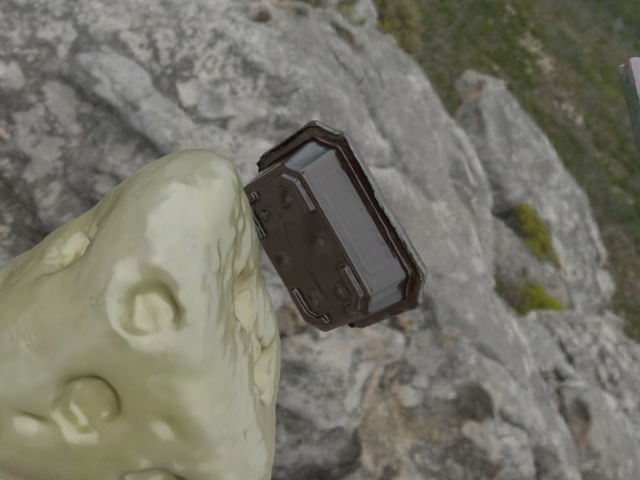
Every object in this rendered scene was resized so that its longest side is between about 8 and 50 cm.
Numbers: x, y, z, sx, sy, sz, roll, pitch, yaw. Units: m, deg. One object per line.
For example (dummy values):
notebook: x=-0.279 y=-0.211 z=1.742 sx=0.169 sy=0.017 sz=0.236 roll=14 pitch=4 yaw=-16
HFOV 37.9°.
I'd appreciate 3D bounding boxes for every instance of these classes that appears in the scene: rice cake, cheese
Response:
rice cake: x=0.383 y=-0.110 z=1.059 sx=0.036 sy=0.047 sz=0.206 roll=146 pitch=-68 yaw=-81
cheese: x=-0.103 y=0.078 z=0.640 sx=0.248 sy=0.251 sz=0.173 roll=40 pitch=20 yaw=-25

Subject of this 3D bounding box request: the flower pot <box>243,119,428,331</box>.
flower pot: x=0.000 y=0.000 z=1.089 sx=0.084 sy=0.179 sz=0.251 roll=-34 pitch=95 yaw=-43
